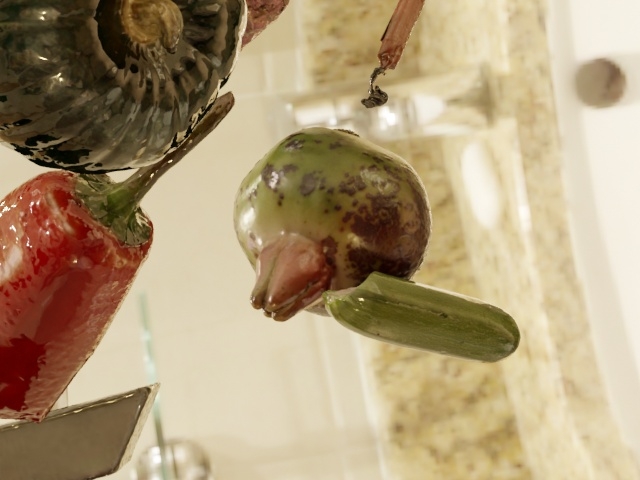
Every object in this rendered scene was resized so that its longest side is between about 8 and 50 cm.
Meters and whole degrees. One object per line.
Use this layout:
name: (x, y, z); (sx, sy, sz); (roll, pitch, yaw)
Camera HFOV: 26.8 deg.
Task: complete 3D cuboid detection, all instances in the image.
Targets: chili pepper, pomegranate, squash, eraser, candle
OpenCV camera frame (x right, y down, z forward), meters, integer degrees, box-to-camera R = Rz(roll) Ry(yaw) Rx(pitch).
chili pepper: (-0.205, 0.009, 1.084); (0.338, 0.131, 0.135); (-47, 35, 35)
pomegranate: (0.000, 0.000, 1.385); (0.248, 0.214, 0.214); (-53, -33, -48)
squash: (0.104, 0.077, 1.344); (0.069, 0.238, 0.069); (-29, 54, 50)
squash: (-0.151, -0.149, 0.889); (0.172, 0.218, 0.218); (-29, 65, 44)
eraser: (-0.323, 0.219, 1.318); (0.111, 0.352, 0.077); (116, 139, -88)
candle: (0.063, -0.165, 0.999); (0.026, 0.021, 0.167); (-13, 48, 54)

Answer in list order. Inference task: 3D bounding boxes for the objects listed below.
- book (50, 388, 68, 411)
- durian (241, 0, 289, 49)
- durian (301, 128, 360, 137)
book: (-0.377, 0.175, 1.867); (0.138, 0.016, 0.199); (65, -162, -74)
durian: (-0.116, -0.266, 1.457); (0.260, 0.153, 0.186); (-55, 12, -33)
durian: (0.021, -0.117, 2.179); (0.102, 0.208, 0.146); (67, 150, 23)
